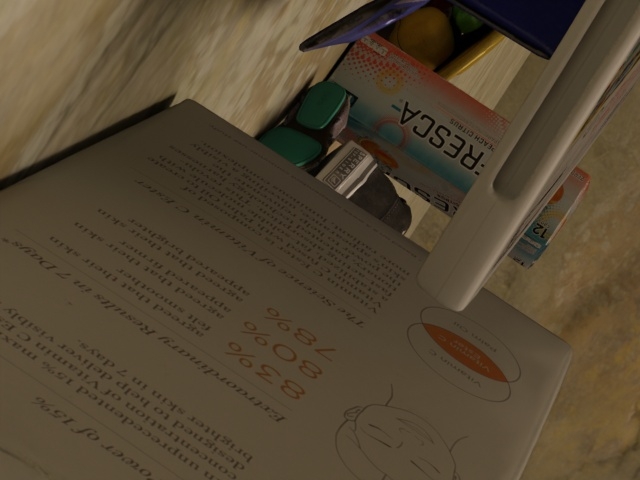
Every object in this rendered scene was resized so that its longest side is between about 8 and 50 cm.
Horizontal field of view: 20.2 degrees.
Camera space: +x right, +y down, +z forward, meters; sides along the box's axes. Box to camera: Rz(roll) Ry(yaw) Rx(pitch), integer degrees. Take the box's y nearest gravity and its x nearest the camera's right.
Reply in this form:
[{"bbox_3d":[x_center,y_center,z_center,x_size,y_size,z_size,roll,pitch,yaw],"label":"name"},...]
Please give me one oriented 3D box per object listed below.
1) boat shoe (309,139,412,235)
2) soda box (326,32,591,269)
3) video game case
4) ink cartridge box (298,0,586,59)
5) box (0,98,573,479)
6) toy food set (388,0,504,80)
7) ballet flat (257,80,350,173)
[{"bbox_3d":[0.000,0.000,1.167,0.080,0.076,0.228,-49,-175,-26],"label":"boat shoe"},{"bbox_3d":[0.086,-0.060,1.201,0.063,0.183,0.058,-54,174,-17],"label":"soda box"},{"bbox_3d":[0.129,-0.097,0.710,0.227,0.026,0.206,-45,167,-55],"label":"video game case"},{"bbox_3d":[0.134,-0.235,0.810,0.395,0.151,0.270,-60,173,15],"label":"ink cartridge box"},{"bbox_3d":[-0.058,0.097,0.674,0.168,0.215,0.345,-59,174,20],"label":"box"},{"bbox_3d":[0.094,-0.169,1.332,0.128,0.071,0.218,-32,-172,35],"label":"toy food set"},{"bbox_3d":[-0.013,-0.056,1.101,0.114,0.041,0.041,-52,173,-51],"label":"ballet flat"}]
